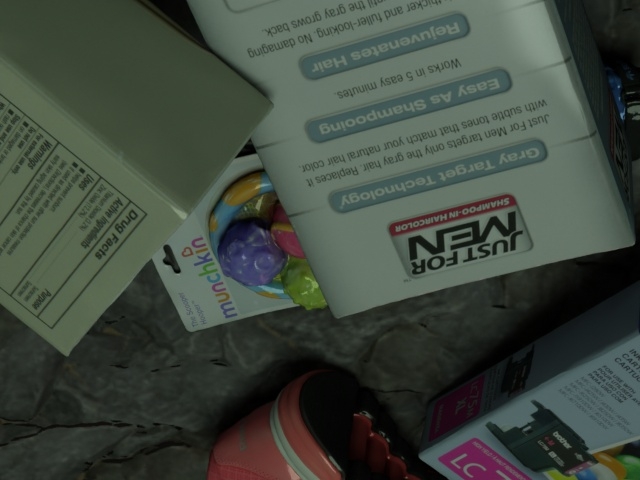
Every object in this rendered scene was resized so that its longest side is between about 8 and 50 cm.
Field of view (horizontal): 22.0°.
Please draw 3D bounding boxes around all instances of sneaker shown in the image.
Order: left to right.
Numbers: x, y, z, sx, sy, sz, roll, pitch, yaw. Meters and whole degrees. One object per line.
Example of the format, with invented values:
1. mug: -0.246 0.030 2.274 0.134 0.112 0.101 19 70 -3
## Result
1. sneaker: 0.037 0.224 1.261 0.136 0.116 0.314 -27 119 29
2. sneaker: 0.163 -0.107 1.025 0.085 0.058 0.152 -19 119 1

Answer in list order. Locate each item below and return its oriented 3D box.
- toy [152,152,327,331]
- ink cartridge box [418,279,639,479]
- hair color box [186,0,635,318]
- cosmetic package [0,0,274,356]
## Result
1. toy: 0.000 0.000 1.097 0.237 0.056 0.137 -15 126 8
2. ink cartridge box: 0.238 0.122 1.149 0.186 0.065 0.311 37 131 -20
3. hair color box: 0.032 -0.152 0.900 0.185 0.113 0.374 -15 120 17
4. cosmetic package: -0.199 -0.100 0.884 0.309 0.113 0.160 40 135 -7
